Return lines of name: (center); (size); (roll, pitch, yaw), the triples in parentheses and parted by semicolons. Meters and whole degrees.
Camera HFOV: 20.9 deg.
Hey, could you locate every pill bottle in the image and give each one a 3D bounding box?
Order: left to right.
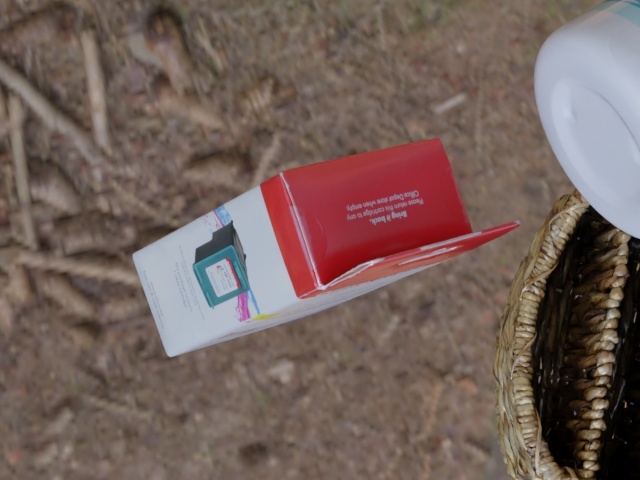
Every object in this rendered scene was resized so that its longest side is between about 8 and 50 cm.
pill bottle: (0.272, -0.119, 1.059); (0.264, 0.146, 0.146); (-30, 134, -17)

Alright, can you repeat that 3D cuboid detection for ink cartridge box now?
ink cartridge box: (0.000, 0.000, 1.101); (0.134, 0.078, 0.231); (-15, 173, -39)

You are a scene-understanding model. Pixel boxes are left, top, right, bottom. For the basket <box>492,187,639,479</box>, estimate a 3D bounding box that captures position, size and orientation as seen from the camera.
basket: (0.279, 0.088, 1.528); (0.213, 0.223, 0.299); (13, 81, -8)
